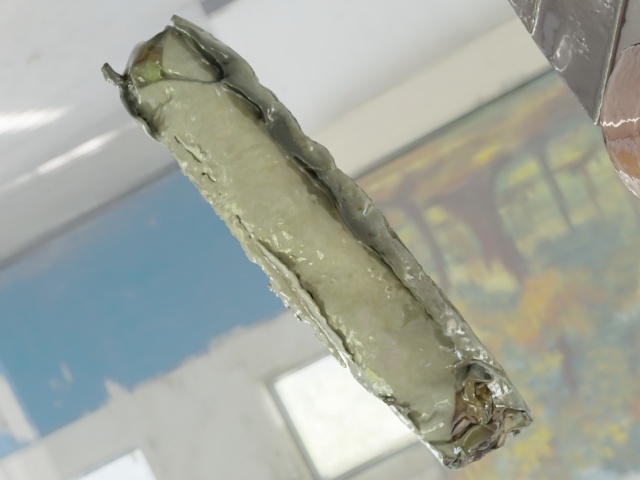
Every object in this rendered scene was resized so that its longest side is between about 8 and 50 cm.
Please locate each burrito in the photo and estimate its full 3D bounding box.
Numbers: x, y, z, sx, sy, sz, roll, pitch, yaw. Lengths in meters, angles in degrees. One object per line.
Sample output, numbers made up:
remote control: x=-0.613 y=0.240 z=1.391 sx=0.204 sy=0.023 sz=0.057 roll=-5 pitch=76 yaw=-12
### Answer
burrito: x=0.000 y=0.000 z=0.583 sx=0.045 sy=0.185 sz=0.041 roll=-41 pitch=173 yaw=17

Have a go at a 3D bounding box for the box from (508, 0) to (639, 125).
box: x=0.245 y=-0.188 z=1.014 sx=0.252 sy=0.188 sz=0.153 roll=-9 pitch=134 yaw=-17

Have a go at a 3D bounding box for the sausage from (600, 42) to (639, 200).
sausage: x=0.132 y=-0.037 z=0.454 sx=0.065 sy=0.065 sz=0.169 roll=-27 pitch=-175 yaw=-12
